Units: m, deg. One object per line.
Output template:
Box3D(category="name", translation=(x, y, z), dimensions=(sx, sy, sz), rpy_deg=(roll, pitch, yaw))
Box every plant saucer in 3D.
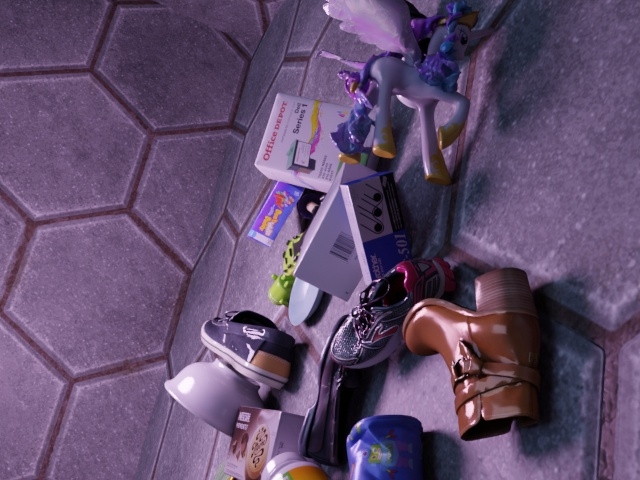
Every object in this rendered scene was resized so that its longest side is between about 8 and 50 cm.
Box3D(category="plant saucer", translation=(-0.026, 0.134, 1.762), dimensions=(0.195, 0.037, 0.195), rpy_deg=(-54, 25, 40))

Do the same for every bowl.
Box3D(category="bowl", translation=(-0.254, 0.407, 1.788), dimensions=(0.134, 0.298, 0.298), rpy_deg=(-56, 18, -8))

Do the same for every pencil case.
Box3D(category="pencil case", translation=(0.094, 0.423, 1.036), dimensions=(0.119, 0.133, 0.306), rpy_deg=(80, -166, -54))

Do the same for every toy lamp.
Box3D(category="toy lamp", translation=(-0.008, -0.082, 1.862), dimensions=(0.080, 0.080, 0.274), rpy_deg=(-68, 21, 7))

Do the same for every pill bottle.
Box3D(category="pill bottle", translation=(-0.025, 0.496, 1.234), dimensions=(0.245, 0.136, 0.136), rpy_deg=(32, 102, 63))

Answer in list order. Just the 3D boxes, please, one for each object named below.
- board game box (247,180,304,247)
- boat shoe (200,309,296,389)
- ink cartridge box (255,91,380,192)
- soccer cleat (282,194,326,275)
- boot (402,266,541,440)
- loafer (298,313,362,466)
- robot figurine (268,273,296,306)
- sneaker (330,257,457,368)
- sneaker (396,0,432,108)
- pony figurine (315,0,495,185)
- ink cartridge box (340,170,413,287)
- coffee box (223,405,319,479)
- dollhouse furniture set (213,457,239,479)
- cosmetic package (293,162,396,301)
Box3D(category="board game box", translation=(-0.101, -0.170, 2.057), dimensions=(0.233, 0.078, 0.347), rpy_deg=(-56, 9, 36))
Box3D(category="boat shoe", translation=(-0.202, 0.278, 1.897), dimensions=(0.500, 0.187, 0.156), rpy_deg=(9, 75, 65))
Box3D(category="ink cartridge box", translation=(0.003, -0.232, 1.661), dimensions=(0.117, 0.278, 0.201), rpy_deg=(35, -109, -71))
Box3D(category="soccer cleat", translation=(0.000, 0.001, 1.692), dimensions=(0.289, 0.121, 0.093), rpy_deg=(-52, 37, 35))
Box3D(category="boot", translation=(0.219, 0.189, 0.997), dimensions=(0.283, 0.109, 0.220), rpy_deg=(-35, 44, 47))
Box3D(category="loafer", translation=(0.046, 0.305, 1.357), dimensions=(0.095, 0.109, 0.302), rpy_deg=(16, 89, 34))
Box3D(category="robot figurine", translation=(-0.107, 0.141, 1.924), dimensions=(0.115, 0.067, 0.101), rpy_deg=(-52, 50, 41))
Box3D(category="sneaker", translation=(0.106, 0.127, 1.222), dimensions=(0.299, 0.112, 0.121), rpy_deg=(-50, 51, 32))
Box3D(category="sneaker", translation=(0.224, -0.460, 1.531), dimensions=(0.127, 0.126, 0.321), rpy_deg=(127, 143, -51))
Box3D(category="pony figurine", translation=(0.144, -0.323, 1.313), dimensions=(0.303, 0.351, 0.363), rpy_deg=(92, -168, -78))
Box3D(category="ink cartridge box", translation=(0.113, -0.021, 1.300), dimensions=(0.046, 0.097, 0.207), rpy_deg=(-160, 54, -70))
Box3D(category="coffee box", translation=(-0.109, 0.477, 1.536), dimensions=(0.297, 0.119, 0.168), rpy_deg=(-22, 52, 64))
Box3D(category="dollhouse furniture set", translation=(-0.325, 0.739, 1.815), dimensions=(0.197, 0.151, 0.301), rpy_deg=(3, 74, 70))
Box3D(category="cosmetic package", translation=(0.057, -0.030, 1.473), dimensions=(0.224, 0.138, 0.225), rpy_deg=(-62, 4, 23))
